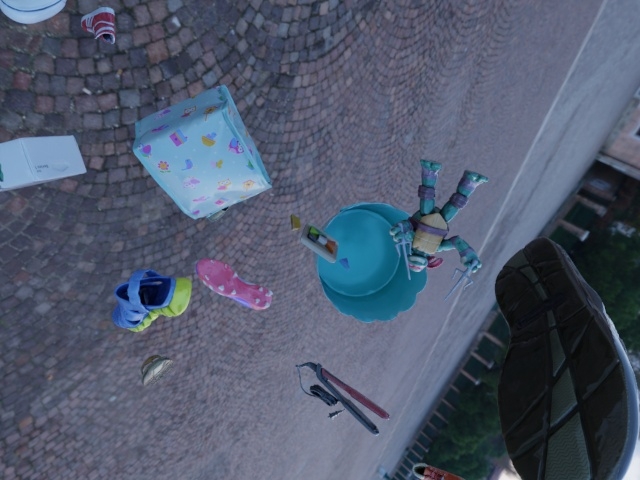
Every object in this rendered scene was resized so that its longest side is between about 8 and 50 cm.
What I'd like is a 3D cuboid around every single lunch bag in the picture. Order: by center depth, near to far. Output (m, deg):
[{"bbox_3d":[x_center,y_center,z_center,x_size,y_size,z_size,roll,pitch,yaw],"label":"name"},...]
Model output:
[{"bbox_3d":[-0.253,-0.179,0.981,0.223,0.160,0.262,-24,136,2],"label":"lunch bag"}]

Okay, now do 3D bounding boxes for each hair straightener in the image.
[{"bbox_3d":[0.033,0.351,0.947,0.089,0.230,0.047,-58,168,1],"label":"hair straightener"}]

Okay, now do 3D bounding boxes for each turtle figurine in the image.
[{"bbox_3d":[0.196,-0.017,0.764,0.175,0.118,0.234,9,108,-16],"label":"turtle figurine"}]

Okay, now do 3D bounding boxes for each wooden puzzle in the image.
[{"bbox_3d":[0.000,0.000,0.701,0.014,0.116,0.079,-52,-165,23],"label":"wooden puzzle"}]

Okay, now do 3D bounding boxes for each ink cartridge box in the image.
[{"bbox_3d":[-0.668,-0.163,0.950,0.160,0.219,0.093,-62,140,-72],"label":"ink cartridge box"}]

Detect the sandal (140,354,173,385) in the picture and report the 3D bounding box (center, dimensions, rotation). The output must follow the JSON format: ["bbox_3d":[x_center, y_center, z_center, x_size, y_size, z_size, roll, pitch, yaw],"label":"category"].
[{"bbox_3d":[-0.363,0.279,0.948,0.072,0.049,0.180,-39,174,-23],"label":"sandal"}]

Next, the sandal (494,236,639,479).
[{"bbox_3d":[0.178,0.082,0.320,0.090,0.060,0.219,-47,-168,33],"label":"sandal"}]

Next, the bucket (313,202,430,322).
[{"bbox_3d":[0.111,0.041,1.047,0.281,0.281,0.183,-55,-170,1],"label":"bucket"}]

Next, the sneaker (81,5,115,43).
[{"bbox_3d":[-0.493,-0.465,0.957,0.042,0.118,0.067,-8,96,-50],"label":"sneaker"}]

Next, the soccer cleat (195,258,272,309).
[{"bbox_3d":[-0.244,0.128,1.184,0.248,0.095,0.083,32,56,-33],"label":"soccer cleat"}]

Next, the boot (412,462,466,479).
[{"bbox_3d":[0.332,0.667,1.205,0.084,0.158,0.059,44,57,-25],"label":"boot"}]

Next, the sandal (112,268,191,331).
[{"bbox_3d":[-0.464,0.146,1.111,0.138,0.126,0.317,29,139,-36],"label":"sandal"}]

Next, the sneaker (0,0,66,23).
[{"bbox_3d":[-0.471,-0.492,0.753,0.091,0.094,0.258,-33,-147,60],"label":"sneaker"}]

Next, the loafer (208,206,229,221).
[{"bbox_3d":[-0.388,-0.127,1.667,0.148,0.056,0.050,-43,-172,18],"label":"loafer"}]
